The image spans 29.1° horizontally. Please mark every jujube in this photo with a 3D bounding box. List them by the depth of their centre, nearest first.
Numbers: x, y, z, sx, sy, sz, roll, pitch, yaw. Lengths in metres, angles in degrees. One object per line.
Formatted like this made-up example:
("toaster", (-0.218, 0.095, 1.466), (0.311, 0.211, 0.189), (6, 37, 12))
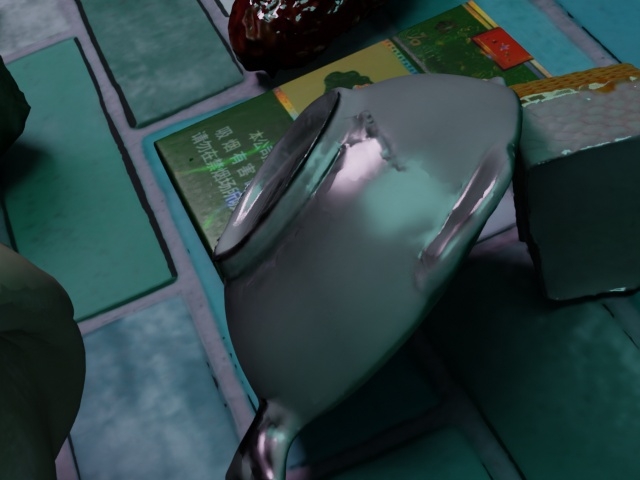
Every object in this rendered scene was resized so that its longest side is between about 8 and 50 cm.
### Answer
("jujube", (0.003, -0.184, 0.861), (0.104, 0.104, 0.166), (15, 56, 32))

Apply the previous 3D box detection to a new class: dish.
("dish", (0.000, 0.000, 0.599), (0.246, 0.078, 0.224), (-59, 13, -14))

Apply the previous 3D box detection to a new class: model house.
("model house", (0.141, -0.038, 0.650), (0.088, 0.100, 0.100), (-13, 38, 3))

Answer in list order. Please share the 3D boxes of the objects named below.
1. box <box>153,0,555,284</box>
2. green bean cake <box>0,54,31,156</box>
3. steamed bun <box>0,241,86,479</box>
("box", (0.023, -0.067, 0.770), (0.235, 0.034, 0.132), (-24, 41, -7))
("green bean cake", (-0.397, -0.068, 0.806), (0.300, 0.169, 0.308), (9, 47, 32))
("steamed bun", (-0.262, 0.059, 0.530), (0.368, 0.342, 0.255), (31, 42, 8))
